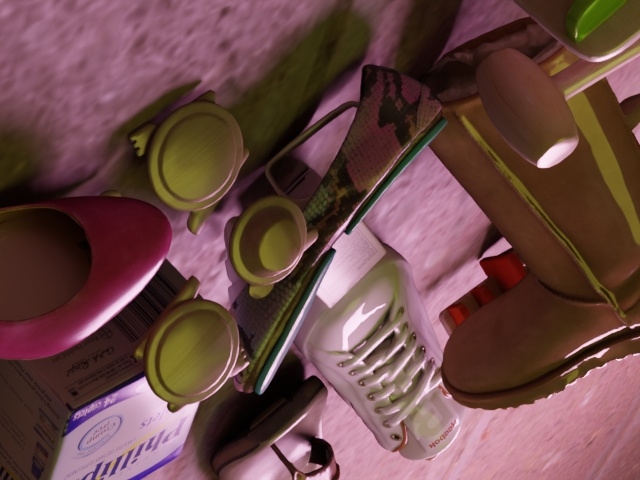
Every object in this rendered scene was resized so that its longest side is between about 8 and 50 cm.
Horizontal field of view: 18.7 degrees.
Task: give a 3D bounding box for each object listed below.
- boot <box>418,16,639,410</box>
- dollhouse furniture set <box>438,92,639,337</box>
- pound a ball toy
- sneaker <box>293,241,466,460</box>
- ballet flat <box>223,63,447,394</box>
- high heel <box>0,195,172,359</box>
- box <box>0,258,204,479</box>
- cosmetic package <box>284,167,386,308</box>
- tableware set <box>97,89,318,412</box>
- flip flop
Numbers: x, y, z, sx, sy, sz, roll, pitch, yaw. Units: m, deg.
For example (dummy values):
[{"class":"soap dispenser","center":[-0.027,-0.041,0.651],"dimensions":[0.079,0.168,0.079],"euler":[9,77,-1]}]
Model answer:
[{"class":"boot","center":[0.131,-0.015,1.351],"dimensions":[0.236,0.089,0.269],"euler":[-25,128,21]},{"class":"dollhouse furniture set","center":[0.221,0.044,1.536],"dimensions":[0.135,0.262,0.259],"euler":[-35,-172,-25]},{"class":"pound a ball toy","center":[0.196,-0.218,1.139],"dimensions":[0.319,0.136,0.208],"euler":[-41,158,-7]},{"class":"sneaker","center":[0.061,0.093,1.476],"dimensions":[0.106,0.123,0.290],"euler":[-42,158,-4]},{"class":"ballet flat","center":[-0.009,-0.013,1.204],"dimensions":[0.221,0.079,0.077],"euler":[-56,179,-2]},{"class":"high heel","center":[-0.164,0.005,0.951],"dimensions":[0.244,0.082,0.117],"euler":[-14,155,-33]},{"class":"box","center":[-0.136,0.095,1.176],"dimensions":[0.126,0.072,0.137],"euler":[-28,153,-37]},{"class":"cosmetic package","center":[0.000,0.000,1.300],"dimensions":[0.060,0.041,0.115],"euler":[-45,159,-3]},{"class":"tableware set","center":[-0.074,0.007,1.105],"dimensions":[0.141,0.020,0.169],"euler":[-48,128,-14]},{"class":"flip flop","center":[-0.026,0.197,1.555],"dimensions":[0.112,0.080,0.277],"euler":[-37,157,-23]}]
